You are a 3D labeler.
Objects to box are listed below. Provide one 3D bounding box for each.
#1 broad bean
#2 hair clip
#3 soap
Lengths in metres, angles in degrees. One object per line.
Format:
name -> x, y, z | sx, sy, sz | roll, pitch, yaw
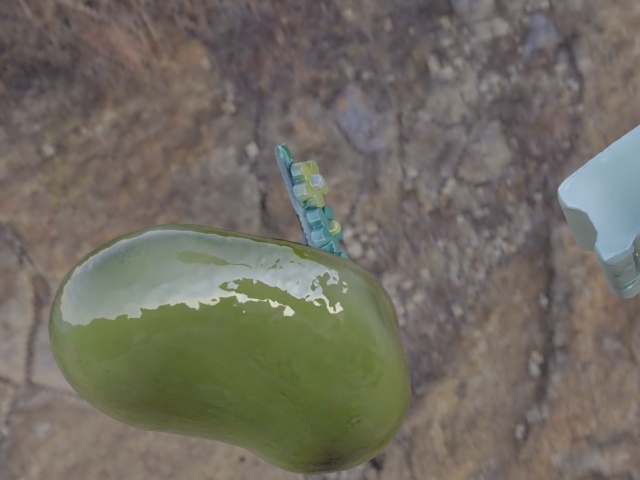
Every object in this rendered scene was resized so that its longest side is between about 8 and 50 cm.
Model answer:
broad bean -> -0.049, 0.071, 1.143 | 0.189, 0.263, 0.121 | -44, 46, 34
hair clip -> 0.001, 0.000, 1.461 | 0.049, 0.049, 0.173 | -14, 91, 8
soap -> 0.230, -0.026, 1.188 | 0.119, 0.198, 0.066 | -34, 75, 5
